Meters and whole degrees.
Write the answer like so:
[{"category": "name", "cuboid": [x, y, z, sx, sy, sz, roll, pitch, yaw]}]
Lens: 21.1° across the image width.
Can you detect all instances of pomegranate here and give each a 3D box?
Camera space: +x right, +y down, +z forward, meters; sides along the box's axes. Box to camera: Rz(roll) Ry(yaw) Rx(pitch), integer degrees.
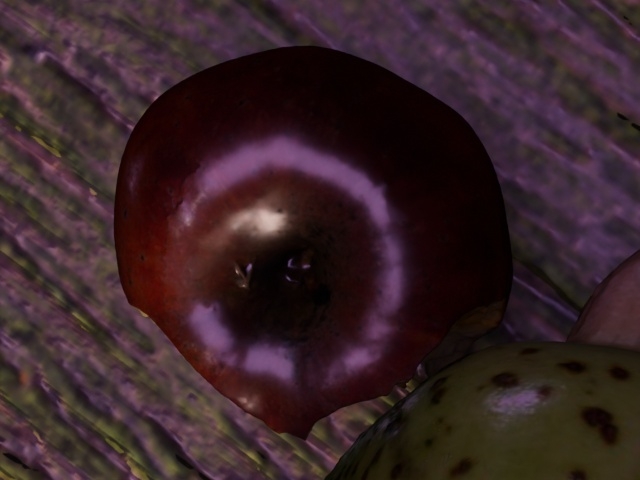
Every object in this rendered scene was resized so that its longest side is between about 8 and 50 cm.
[{"category": "pomegranate", "cuboid": [0.127, 0.113, 0.643, 0.276, 0.222, 0.204, -37, 66, -15]}]

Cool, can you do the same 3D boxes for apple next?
[{"category": "apple", "cuboid": [0.000, -0.007, 0.700, 0.156, 0.158, 0.147, -2, 99, 11]}]
